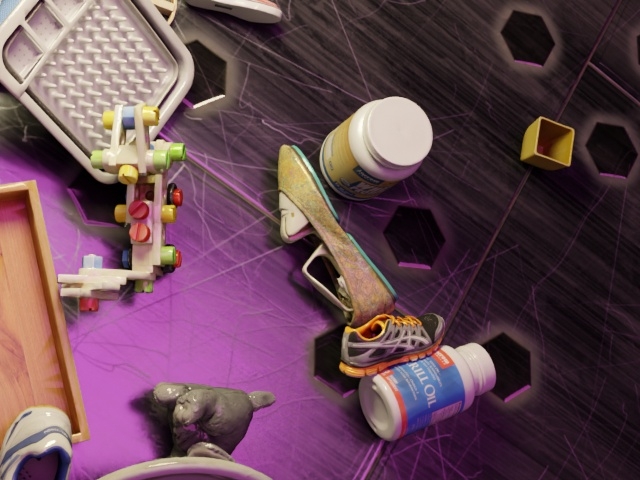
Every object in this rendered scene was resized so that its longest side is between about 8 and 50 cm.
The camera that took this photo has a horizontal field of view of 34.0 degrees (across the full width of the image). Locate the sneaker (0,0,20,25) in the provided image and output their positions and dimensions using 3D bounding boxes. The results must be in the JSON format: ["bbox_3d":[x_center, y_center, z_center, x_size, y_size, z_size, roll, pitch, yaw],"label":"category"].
[{"bbox_3d":[-0.472,-0.401,1.716,0.147,0.129,0.330,35,63,5],"label":"sneaker"}]

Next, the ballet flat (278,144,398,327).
[{"bbox_3d":[0.000,0.000,1.808,0.123,0.123,0.348,-34,91,-26],"label":"ballet flat"}]

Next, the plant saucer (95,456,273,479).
[{"bbox_3d":[-0.224,0.440,1.526,0.401,0.400,0.100,9,31,-20],"label":"plant saucer"}]

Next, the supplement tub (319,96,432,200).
[{"bbox_3d":[0.097,-0.161,1.832,0.144,0.200,0.144,5,75,-21],"label":"supplement tub"}]

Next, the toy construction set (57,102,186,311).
[{"bbox_3d":[-0.293,-0.040,1.629,0.151,0.215,0.327,15,85,7],"label":"toy construction set"}]

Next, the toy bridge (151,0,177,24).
[{"bbox_3d":[-0.285,-0.413,1.833,0.063,0.026,0.188,17,71,-21],"label":"toy bridge"}]

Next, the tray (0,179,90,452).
[{"bbox_3d":[-0.498,0.127,1.588,0.203,0.076,0.410,-11,82,-24],"label":"tray"}]

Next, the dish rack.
[{"bbox_3d":[-0.368,-0.284,1.670,0.285,0.072,0.333,-59,136,-21],"label":"dish rack"}]

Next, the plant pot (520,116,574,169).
[{"bbox_3d":[0.434,-0.181,2.041,0.082,0.083,0.081,18,71,-18],"label":"plant pot"}]

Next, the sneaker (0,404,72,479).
[{"bbox_3d":[-0.431,0.383,1.473,0.112,0.131,0.296,15,100,-25],"label":"sneaker"}]

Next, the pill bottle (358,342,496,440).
[{"bbox_3d":[0.188,0.253,1.811,0.222,0.124,0.124,-18,85,-26],"label":"pill bottle"}]

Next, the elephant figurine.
[{"bbox_3d":[-0.200,0.347,1.631,0.169,0.186,0.239,16,79,-64],"label":"elephant figurine"}]

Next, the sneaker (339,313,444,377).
[{"bbox_3d":[0.125,0.162,1.782,0.215,0.084,0.083,-20,113,-32],"label":"sneaker"}]

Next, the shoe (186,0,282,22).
[{"bbox_3d":[-0.150,-0.449,1.876,0.178,0.063,0.081,11,78,-15],"label":"shoe"}]
